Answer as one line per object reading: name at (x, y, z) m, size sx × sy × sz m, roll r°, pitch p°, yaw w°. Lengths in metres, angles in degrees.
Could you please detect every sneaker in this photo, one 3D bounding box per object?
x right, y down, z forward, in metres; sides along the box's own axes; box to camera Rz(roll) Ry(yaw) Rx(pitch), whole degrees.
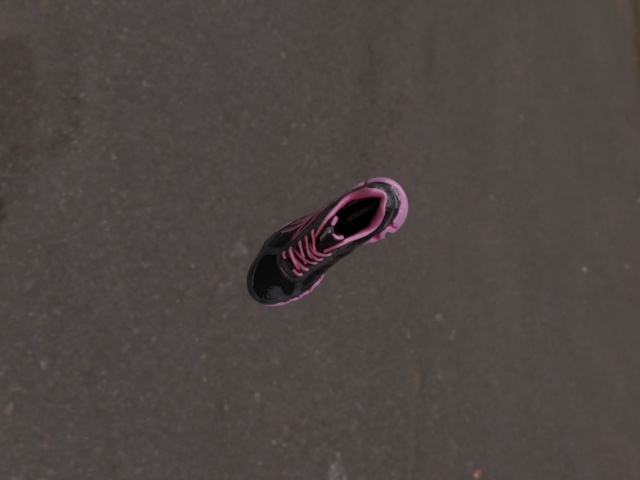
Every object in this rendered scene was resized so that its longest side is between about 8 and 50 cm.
sneaker at (0.000, 0.000, 0.648) m, size 0.047 × 0.119 × 0.057 m, roll 53°, pitch 7°, yaw 2°
